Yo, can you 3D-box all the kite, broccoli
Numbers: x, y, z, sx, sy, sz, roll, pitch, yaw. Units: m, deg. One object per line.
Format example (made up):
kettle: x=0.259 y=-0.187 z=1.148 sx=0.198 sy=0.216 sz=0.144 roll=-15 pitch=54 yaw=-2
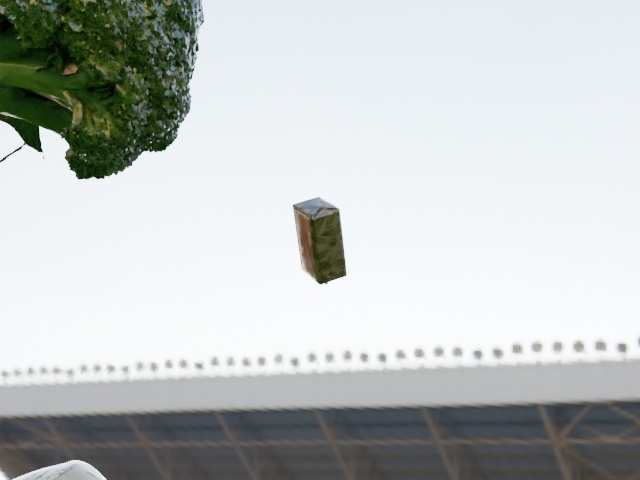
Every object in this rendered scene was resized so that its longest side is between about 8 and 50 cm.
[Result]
kite: x=-0.475 y=-0.164 z=1.550 sx=0.244 sy=0.006 sz=0.198 roll=-41 pitch=-69 yaw=16
broccoli: x=-0.297 y=-0.262 z=1.431 sx=0.321 sy=0.310 sz=0.413 roll=38 pitch=-1 yaw=4

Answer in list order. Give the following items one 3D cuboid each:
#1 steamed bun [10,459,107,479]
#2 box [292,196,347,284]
steamed bun: x=-0.231 y=0.273 z=0.889 sx=0.238 sy=0.152 sz=0.170 roll=-36 pitch=-88 yaw=30
box: x=0.000 y=0.000 z=1.383 sx=0.062 sy=0.045 sz=0.098 roll=32 pitch=-43 yaw=57
